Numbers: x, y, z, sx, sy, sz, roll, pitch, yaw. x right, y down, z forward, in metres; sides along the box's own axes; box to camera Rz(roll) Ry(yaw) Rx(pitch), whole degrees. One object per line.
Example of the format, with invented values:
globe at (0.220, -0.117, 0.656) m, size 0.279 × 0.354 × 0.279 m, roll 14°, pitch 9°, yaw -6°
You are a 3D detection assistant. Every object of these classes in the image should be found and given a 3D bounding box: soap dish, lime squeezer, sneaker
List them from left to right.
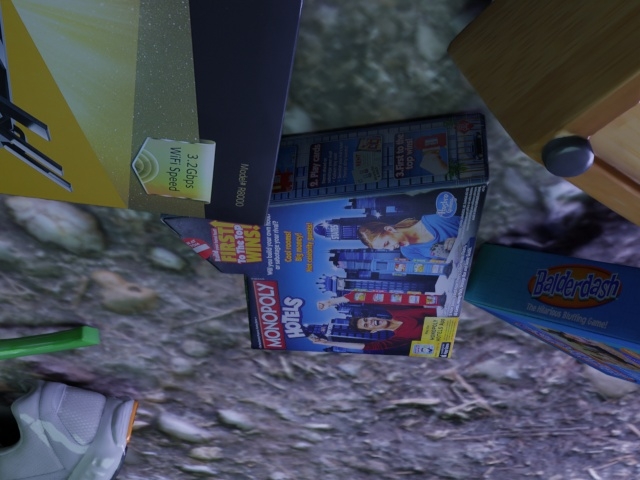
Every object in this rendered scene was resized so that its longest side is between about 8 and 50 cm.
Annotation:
lime squeezer at (-0.336, 0.113, 0.821) m, size 0.310 × 0.058 × 0.110 m, roll -26°, pitch 165°, yaw 30°
sneaker at (-0.271, 0.203, 0.896) m, size 0.121 × 0.099 × 0.262 m, roll 28°, pitch 128°, yaw -17°
soap dish at (0.246, -0.076, 0.477) m, size 0.291 × 0.118 × 0.229 m, roll 27°, pitch 136°, yaw -25°

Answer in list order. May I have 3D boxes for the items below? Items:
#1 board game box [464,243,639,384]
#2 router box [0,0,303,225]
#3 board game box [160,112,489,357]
board game box at (0.215, 0.062, 0.619) m, size 0.160 × 0.047 × 0.210 m, roll 27°, pitch 172°, yaw -28°
router box at (-0.126, -0.143, 0.448) m, size 0.243 × 0.081 × 0.308 m, roll 7°, pitch 141°, yaw -5°
board game box at (0.000, 0.000, 0.636) m, size 0.194 × 0.060 × 0.194 m, roll 4°, pitch 142°, yaw 1°
